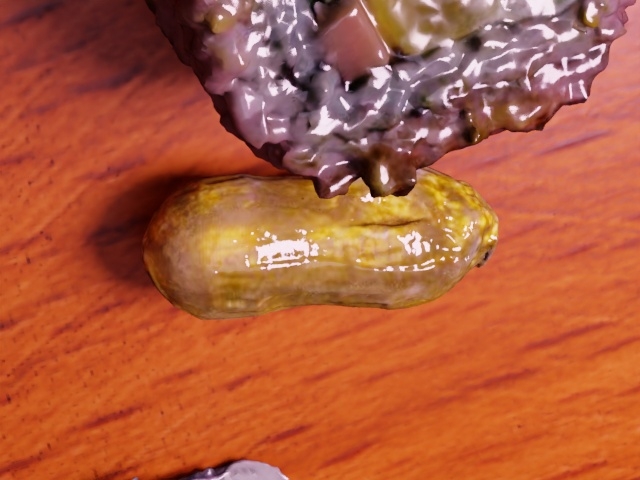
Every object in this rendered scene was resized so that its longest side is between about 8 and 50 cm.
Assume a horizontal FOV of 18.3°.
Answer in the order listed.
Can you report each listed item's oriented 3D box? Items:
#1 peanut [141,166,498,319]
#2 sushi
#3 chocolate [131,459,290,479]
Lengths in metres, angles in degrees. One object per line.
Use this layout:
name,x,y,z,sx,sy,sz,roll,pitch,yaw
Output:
peanut,0.000,0.000,1.140,0.207,0.087,0.087,-4,113,-13
sushi,0.034,-0.170,1.032,0.270,0.171,0.236,-25,117,-9
chocolate,-0.043,0.239,1.163,0.221,0.147,0.221,2,87,-43
